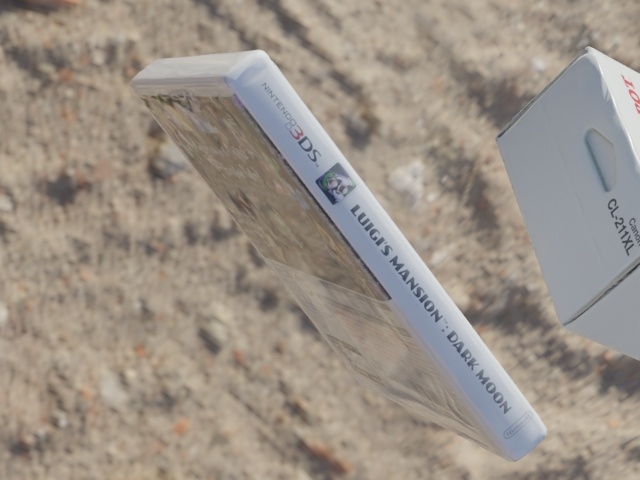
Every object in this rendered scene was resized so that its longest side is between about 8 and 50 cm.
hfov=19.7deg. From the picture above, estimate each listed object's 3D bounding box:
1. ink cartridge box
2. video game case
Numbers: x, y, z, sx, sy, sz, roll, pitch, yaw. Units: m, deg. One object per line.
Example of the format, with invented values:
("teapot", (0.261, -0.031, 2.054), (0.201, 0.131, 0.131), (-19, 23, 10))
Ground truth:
("ink cartridge box", (0.180, 0.000, 0.885), (0.175, 0.072, 0.127), (22, 38, -34))
("video game case", (0.000, 0.000, 0.722), (0.022, 0.190, 0.173), (-40, 103, -9))
